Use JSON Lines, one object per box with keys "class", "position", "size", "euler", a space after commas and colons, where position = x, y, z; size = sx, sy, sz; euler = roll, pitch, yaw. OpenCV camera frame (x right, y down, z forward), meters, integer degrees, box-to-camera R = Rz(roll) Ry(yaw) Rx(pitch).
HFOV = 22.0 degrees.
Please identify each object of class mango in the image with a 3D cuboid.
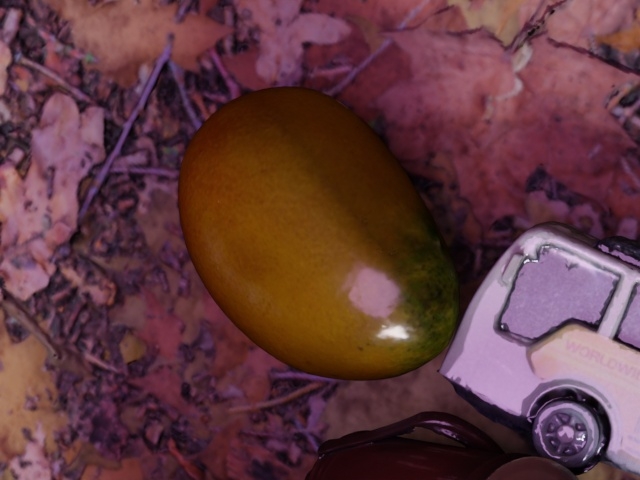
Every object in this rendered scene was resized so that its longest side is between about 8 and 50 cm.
{"class": "mango", "position": [-0.004, 0.003, 1.019], "size": [0.151, 0.120, 0.221], "euler": [-53, 58, 31]}

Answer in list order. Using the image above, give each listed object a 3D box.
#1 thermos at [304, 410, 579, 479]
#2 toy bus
{"class": "thermos", "position": [0.053, 0.168, 0.992], "size": [0.099, 0.124, 0.232], "euler": [52, 155, -20]}
{"class": "toy bus", "position": [0.244, 0.102, 0.955], "size": [0.342, 0.097, 0.138], "euler": [25, 100, 17]}
